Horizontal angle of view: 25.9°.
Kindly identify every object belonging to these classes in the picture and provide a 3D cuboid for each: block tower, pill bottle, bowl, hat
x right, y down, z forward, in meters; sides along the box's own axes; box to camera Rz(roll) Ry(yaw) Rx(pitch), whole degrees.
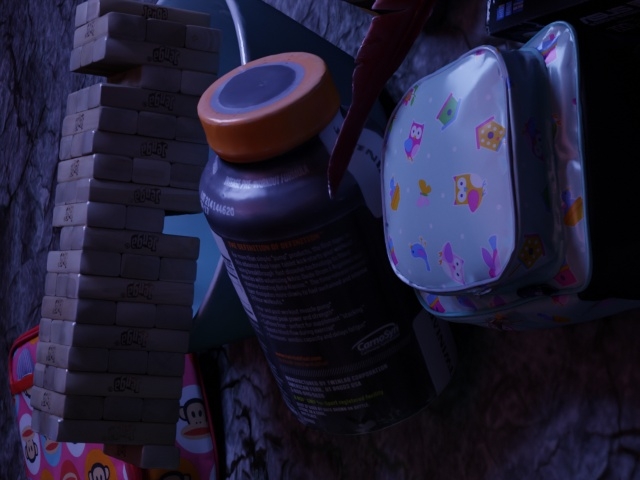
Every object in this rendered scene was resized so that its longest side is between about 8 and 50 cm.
[{"bbox_3d":[-0.144,-0.006,1.017,0.091,0.097,0.335,-1,84,64],"label":"block tower"},{"bbox_3d":[0.000,0.000,0.924,0.130,0.130,0.245,48,162,57],"label":"pill bottle"},{"bbox_3d":[-0.052,-0.052,1.131,0.311,0.163,0.311,-22,65,60],"label":"bowl"},{"bbox_3d":[0.088,-0.164,0.820,0.209,0.173,0.183,-14,112,29],"label":"hat"}]

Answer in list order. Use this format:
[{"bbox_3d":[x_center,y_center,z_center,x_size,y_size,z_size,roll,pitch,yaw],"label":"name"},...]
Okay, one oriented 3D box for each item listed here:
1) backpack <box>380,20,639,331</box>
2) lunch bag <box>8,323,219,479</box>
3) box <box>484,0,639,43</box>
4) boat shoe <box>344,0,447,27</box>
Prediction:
[{"bbox_3d":[0.115,-0.028,0.817,0.188,0.144,0.165,149,118,-66],"label":"backpack"},{"bbox_3d":[-0.220,0.161,1.423,0.293,0.120,0.258,-27,71,55],"label":"lunch bag"},{"bbox_3d":[0.178,-0.197,0.797,0.180,0.078,0.147,-5,79,63],"label":"box"},{"bbox_3d":[-0.001,-0.277,1.128,0.123,0.123,0.342,-49,45,11],"label":"boat shoe"}]
